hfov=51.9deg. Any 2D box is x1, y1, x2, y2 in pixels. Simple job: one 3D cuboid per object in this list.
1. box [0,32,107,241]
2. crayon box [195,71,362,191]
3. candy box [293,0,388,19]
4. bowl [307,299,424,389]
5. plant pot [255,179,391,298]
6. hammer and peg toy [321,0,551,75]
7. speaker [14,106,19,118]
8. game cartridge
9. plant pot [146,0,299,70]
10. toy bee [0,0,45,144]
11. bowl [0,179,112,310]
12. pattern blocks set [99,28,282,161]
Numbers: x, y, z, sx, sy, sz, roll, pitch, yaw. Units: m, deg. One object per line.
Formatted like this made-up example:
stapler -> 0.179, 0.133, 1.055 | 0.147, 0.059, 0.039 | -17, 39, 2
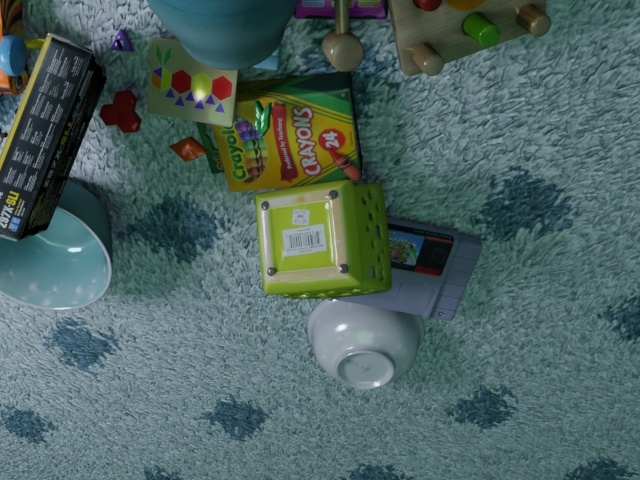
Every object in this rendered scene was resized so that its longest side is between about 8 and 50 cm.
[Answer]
box -> -0.466, -0.167, 1.124 | 0.079, 0.257, 0.322 | 21, 90, -12
crayon box -> -0.087, -0.202, 1.267 | 0.319, 0.081, 0.202 | -5, 129, 9
candy box -> 0.033, -0.475, 1.038 | 0.159, 0.071, 0.233 | 1, 130, 2
bowl -> 0.110, 0.268, 1.607 | 0.298, 0.134, 0.298 | 2, 129, 2
plant pot -> 0.000, 0.000, 1.272 | 0.228, 0.207, 0.227 | -7, 85, 19
hammer and peg toy -> 0.171, -0.387, 0.996 | 0.361, 0.127, 0.266 | -20, 132, -2
speaker -> -0.583, -0.200, 1.322 | 0.055, 0.055, 0.136 | 13, 129, -7
game cartridge -> 0.157, 0.057, 1.466 | 0.355, 0.068, 0.230 | 11, 128, -5
plant pot -> -0.142, -0.395, 0.978 | 0.272, 0.271, 0.255 | 5, 162, 0
toy bee -> -0.580, -0.328, 1.176 | 0.195, 0.162, 0.298 | 28, 102, -8
bowl -> -0.577, -0.014, 1.405 | 0.312, 0.163, 0.311 | 2, 129, 2
pattern blocks set -> -0.230, -0.286, 1.173 | 0.325, 0.026, 0.285 | 20, 107, 10
